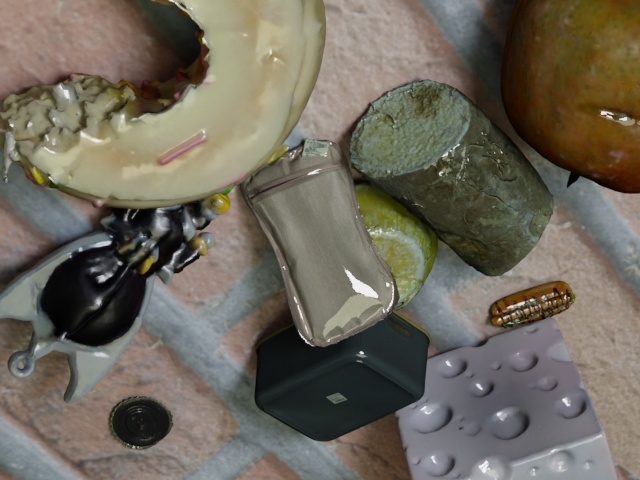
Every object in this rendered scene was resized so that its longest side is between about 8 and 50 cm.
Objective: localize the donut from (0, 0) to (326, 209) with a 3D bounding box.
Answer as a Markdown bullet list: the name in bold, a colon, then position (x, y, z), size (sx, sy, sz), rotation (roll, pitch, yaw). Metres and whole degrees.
- **donut**: position (-0.151, -0.203, 1.457), size (0.307, 0.150, 0.371), rotation (15, 113, -25)

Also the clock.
- **clock**: position (-0.226, 0.228, 1.760), size (0.074, 0.010, 0.083), rotation (-38, 123, 6)

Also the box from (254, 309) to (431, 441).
- **box**: position (0.024, 0.160, 1.707), size (0.201, 0.090, 0.144), rotation (-29, 131, 35)

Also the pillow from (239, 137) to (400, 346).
- **pillow**: position (0.000, 0.000, 1.621), size (0.130, 0.038, 0.233), rotation (-23, 85, -3)

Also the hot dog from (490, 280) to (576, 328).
- **hot dog**: position (0.277, 0.087, 1.830), size (0.122, 0.037, 0.049), rotation (-19, 119, -9)

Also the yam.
- **yam**: position (0.166, -0.072, 1.642), size (0.154, 0.154, 0.254), rotation (-44, 121, 9)

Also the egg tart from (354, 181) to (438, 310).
- **egg tart**: position (0.055, 0.024, 1.698), size (0.197, 0.078, 0.197), rotation (-7, 119, -12)

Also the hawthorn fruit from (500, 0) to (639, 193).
- **hawthorn fruit**: position (0.333, -0.180, 1.566), size (0.267, 0.268, 0.301), rotation (-4, 128, -16)

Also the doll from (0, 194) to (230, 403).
- **doll**: position (-0.241, 0.035, 1.592), size (0.316, 0.103, 0.145), rotation (-44, 138, 0)

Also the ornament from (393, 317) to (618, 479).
- **ornament**: position (0.242, 0.289, 1.796), size (0.239, 0.240, 0.240), rotation (-19, 124, 5)
